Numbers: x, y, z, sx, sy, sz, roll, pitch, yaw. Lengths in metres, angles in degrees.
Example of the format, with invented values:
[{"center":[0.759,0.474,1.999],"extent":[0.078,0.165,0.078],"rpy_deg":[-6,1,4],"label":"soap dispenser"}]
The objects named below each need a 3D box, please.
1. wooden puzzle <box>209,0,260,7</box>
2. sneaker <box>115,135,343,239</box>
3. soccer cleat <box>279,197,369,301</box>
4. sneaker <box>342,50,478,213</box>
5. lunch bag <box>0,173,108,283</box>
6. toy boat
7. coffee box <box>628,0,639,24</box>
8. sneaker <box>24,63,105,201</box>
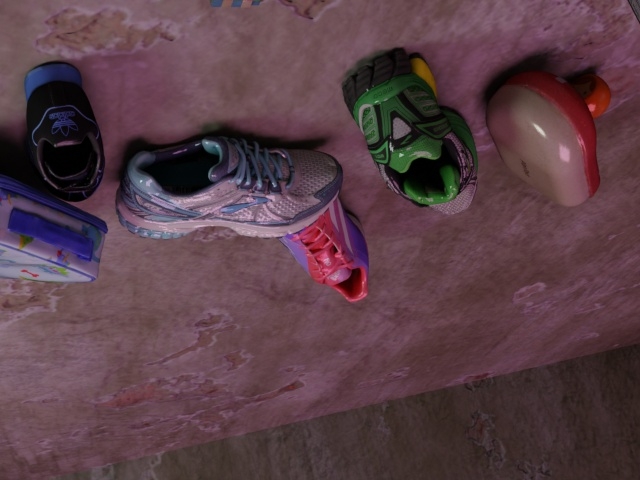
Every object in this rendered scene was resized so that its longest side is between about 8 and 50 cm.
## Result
[{"center":[-0.074,-0.235,0.859],"extent":[0.083,0.006,0.049],"rpy_deg":[-6,155,-24],"label":"wooden puzzle"},{"center":[-0.101,-0.069,1.103],"extent":[0.283,0.110,0.122],"rpy_deg":[-9,153,-17],"label":"sneaker"},{"center":[0.000,0.000,1.318],"extent":[0.108,0.116,0.318],"rpy_deg":[-22,157,13],"label":"soccer cleat"},{"center":[0.125,-0.092,1.153],"extent":[0.134,0.146,0.343],"rpy_deg":[-23,158,16],"label":"sneaker"},{"center":[-0.354,-0.013,1.018],"extent":[0.176,0.090,0.219],"rpy_deg":[1,165,29],"label":"lunch bag"},{"center":[0.314,-0.152,1.193],"extent":[0.151,0.151,0.231],"rpy_deg":[-49,155,0],"label":"toy boat"},{"center":[0.379,-0.310,0.847],"extent":[0.168,0.119,0.297],"rpy_deg":[-21,157,9],"label":"coffee box"},{"center":[-0.267,-0.084,0.971],"extent":[0.081,0.091,0.232],"rpy_deg":[-12,157,-12],"label":"sneaker"}]
